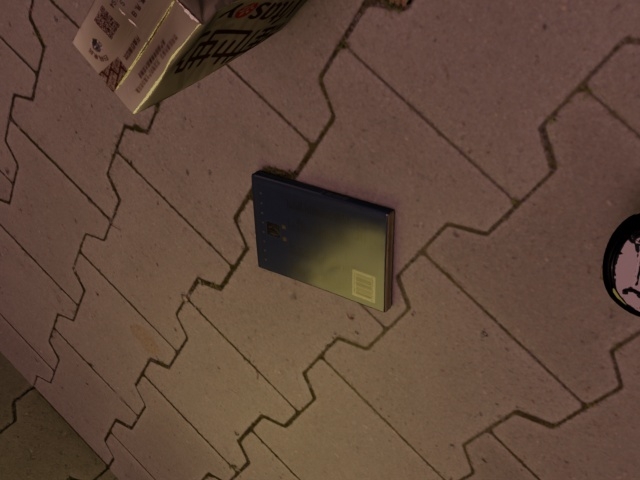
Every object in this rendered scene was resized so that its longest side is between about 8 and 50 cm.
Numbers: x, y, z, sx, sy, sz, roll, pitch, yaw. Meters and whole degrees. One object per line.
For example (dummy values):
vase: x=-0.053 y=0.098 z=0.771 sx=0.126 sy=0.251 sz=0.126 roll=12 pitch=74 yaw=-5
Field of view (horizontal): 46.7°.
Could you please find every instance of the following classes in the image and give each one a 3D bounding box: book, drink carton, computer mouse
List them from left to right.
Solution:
drink carton: x=-0.126 y=-0.313 z=0.934 sx=0.132 sy=0.324 sz=0.194 roll=50 pitch=138 yaw=-4
book: x=0.000 y=0.000 z=1.245 sx=0.269 sy=0.025 sz=0.190 roll=18 pitch=126 yaw=29
computer mouse: x=0.436 y=0.038 z=0.814 sx=0.233 sy=0.096 sz=0.137 roll=16 pitch=97 yaw=30

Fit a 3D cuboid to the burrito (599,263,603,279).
burrito: x=0.459 y=0.052 z=0.892 sx=0.230 sy=0.063 sz=0.058 roll=1 pitch=78 yaw=30
